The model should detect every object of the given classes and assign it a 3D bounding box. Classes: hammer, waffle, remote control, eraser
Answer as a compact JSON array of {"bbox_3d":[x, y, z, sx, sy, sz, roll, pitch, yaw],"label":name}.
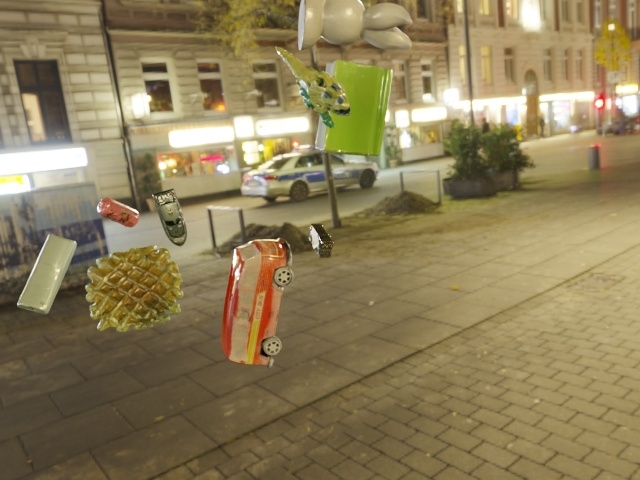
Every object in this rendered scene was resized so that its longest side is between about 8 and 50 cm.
[{"bbox_3d":[-0.400,-0.054,1.036,0.043,0.043,0.083,1,-19,36],"label":"hammer"},{"bbox_3d":[-0.367,0.095,1.035,0.183,0.169,0.036,-13,-18,-13],"label":"waffle"},{"bbox_3d":[-0.564,0.067,1.081,0.061,0.162,0.029,16,-27,-12],"label":"remote control"},{"bbox_3d":[0.106,-0.404,1.625,0.210,0.274,0.092,2,11,-22],"label":"eraser"}]

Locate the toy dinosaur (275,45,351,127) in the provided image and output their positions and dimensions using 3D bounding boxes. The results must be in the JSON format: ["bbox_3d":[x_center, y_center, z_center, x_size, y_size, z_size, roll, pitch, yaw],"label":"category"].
[{"bbox_3d":[-0.016,-0.379,1.284,0.094,0.259,0.153,-44,-17,-5],"label":"toy dinosaur"}]

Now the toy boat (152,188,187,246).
[{"bbox_3d":[-0.362,-0.052,1.278,0.055,0.141,0.060,-18,10,-16],"label":"toy boat"}]

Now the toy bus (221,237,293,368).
[{"bbox_3d":[-0.089,0.081,0.710,0.077,0.174,0.079,5,16,-21],"label":"toy bus"}]

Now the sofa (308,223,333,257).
[{"bbox_3d":[0.000,0.000,1.605,0.039,0.060,0.118,0,30,-21],"label":"sofa"}]

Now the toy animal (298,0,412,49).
[{"bbox_3d":[0.068,-0.432,1.016,0.220,0.131,0.104,0,-32,-4],"label":"toy animal"}]
